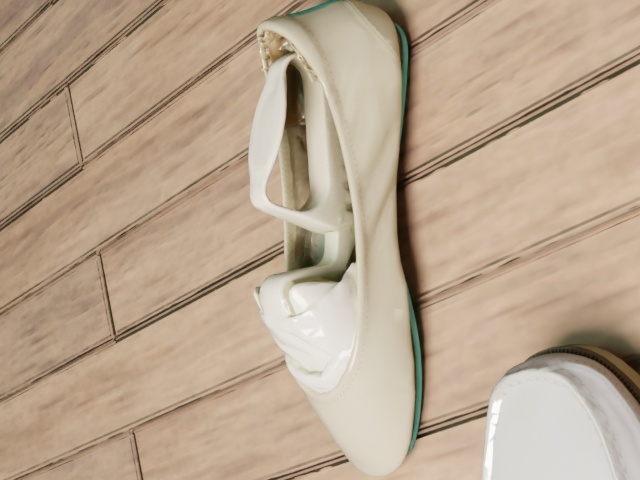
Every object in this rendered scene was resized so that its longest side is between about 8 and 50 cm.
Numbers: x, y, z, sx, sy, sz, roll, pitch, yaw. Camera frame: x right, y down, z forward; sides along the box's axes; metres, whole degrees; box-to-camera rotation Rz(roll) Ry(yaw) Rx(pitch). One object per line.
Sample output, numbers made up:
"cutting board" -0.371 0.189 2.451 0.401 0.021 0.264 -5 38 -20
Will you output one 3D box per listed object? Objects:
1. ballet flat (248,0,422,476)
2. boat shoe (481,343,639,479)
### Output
"ballet flat" 0.000 0.000 0.740 0.086 0.086 0.248 -4 88 51
"boat shoe" 0.110 0.193 0.594 0.113 0.103 0.302 -21 75 49
